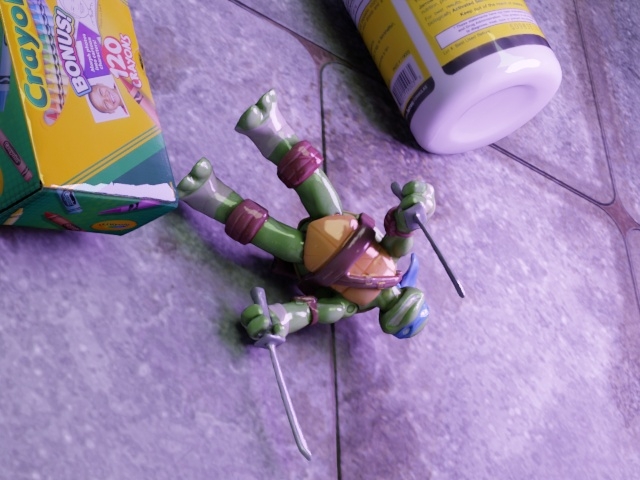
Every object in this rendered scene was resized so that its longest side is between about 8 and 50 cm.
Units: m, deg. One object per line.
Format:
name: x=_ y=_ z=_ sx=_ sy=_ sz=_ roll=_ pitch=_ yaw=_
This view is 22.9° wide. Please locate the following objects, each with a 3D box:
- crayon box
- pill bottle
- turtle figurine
crayon box: x=-0.235 y=-0.148 z=1.361 sx=0.165 sy=0.081 sz=0.278 roll=5 pitch=64 yaw=-53
pill bottle: x=0.130 y=-0.283 z=1.864 sx=0.188 sy=0.188 sz=0.334 roll=-2 pitch=60 yaw=-47
turtle figurine: x=0.000 y=0.000 z=1.460 sx=0.266 sy=0.198 sz=0.274 roll=43 pitch=32 yaw=-1
